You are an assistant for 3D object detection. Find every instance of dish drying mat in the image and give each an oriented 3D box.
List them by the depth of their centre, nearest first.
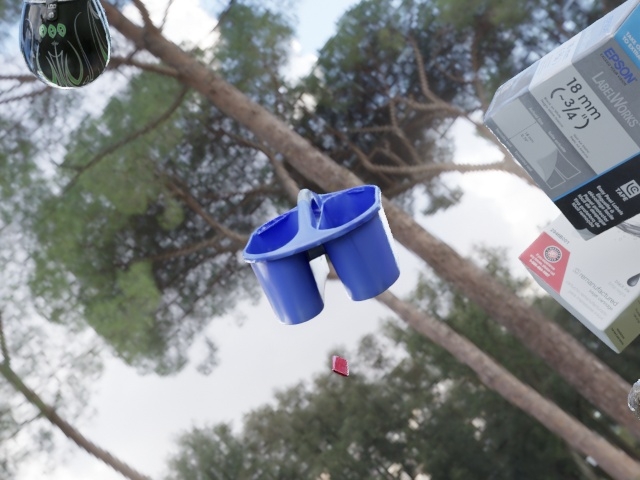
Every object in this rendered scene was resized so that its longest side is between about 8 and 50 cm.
[{"bbox_3d":[0.036,0.235,1.856,0.083,0.032,0.008,-89,22,-77],"label":"dish drying mat"}]

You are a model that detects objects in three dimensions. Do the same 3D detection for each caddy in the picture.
[{"bbox_3d":[0.000,0.000,1.667,0.241,0.179,0.341,-20,12,7],"label":"caddy"}]

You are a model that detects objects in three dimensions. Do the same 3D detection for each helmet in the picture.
[{"bbox_3d":[-0.436,-0.338,1.701,0.169,0.169,0.162,-23,-62,-44],"label":"helmet"}]

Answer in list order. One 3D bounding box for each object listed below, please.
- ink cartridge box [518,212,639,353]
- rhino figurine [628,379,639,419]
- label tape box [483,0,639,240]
[{"bbox_3d":[0.485,0.006,1.568,0.273,0.197,0.114,-46,-39,2],"label":"ink cartridge box"},{"bbox_3d":[0.617,0.270,1.743,0.243,0.106,0.073,-16,-25,-49],"label":"rhino figurine"},{"bbox_3d":[0.425,-0.179,1.334,0.333,0.240,0.106,-33,15,40],"label":"label tape box"}]
